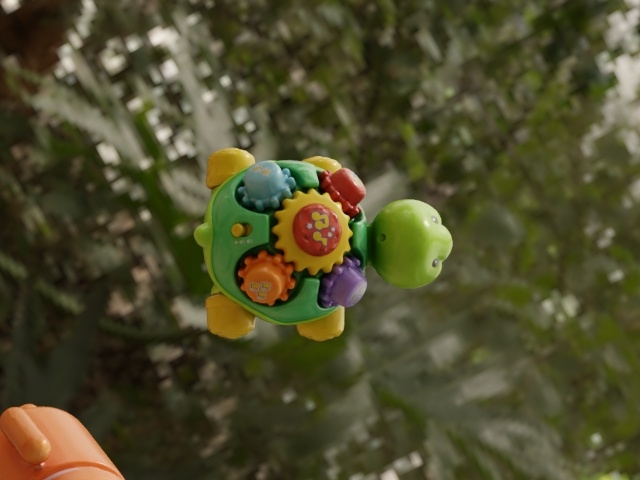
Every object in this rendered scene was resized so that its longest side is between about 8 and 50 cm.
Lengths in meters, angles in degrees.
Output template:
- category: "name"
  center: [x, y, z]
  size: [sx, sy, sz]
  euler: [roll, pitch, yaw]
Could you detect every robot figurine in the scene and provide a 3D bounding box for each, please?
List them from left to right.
- category: "robot figurine"
  center: [-0.235, 0.232, 1.667]
  size: [0.128, 0.158, 0.219]
  euler: [9, 19, -34]

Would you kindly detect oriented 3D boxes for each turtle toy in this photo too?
- category: "turtle toy"
  center: [0.000, 0.000, 0.930]
  size: [0.066, 0.130, 0.095]
  euler: [160, -69, -63]
